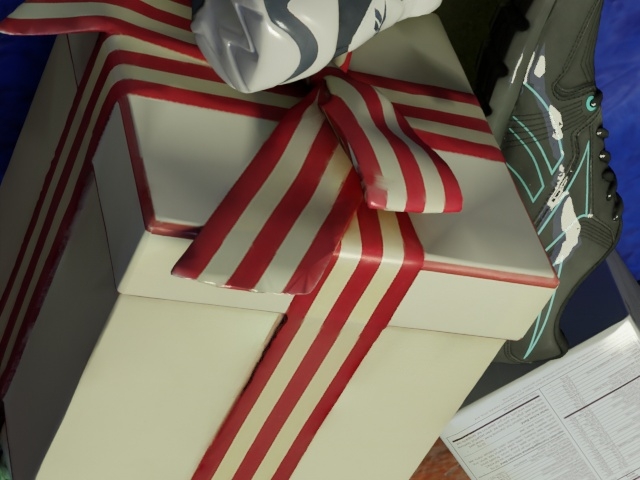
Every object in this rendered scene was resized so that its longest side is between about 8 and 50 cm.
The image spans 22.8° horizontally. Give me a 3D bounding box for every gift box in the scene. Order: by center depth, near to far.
[{"bbox_3d":[-0.053,-0.001,0.852,0.276,0.255,0.258,5,133,-30],"label":"gift box"}]

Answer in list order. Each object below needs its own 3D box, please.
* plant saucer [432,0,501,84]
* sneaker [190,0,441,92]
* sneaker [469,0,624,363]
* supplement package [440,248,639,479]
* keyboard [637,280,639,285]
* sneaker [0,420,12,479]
[{"bbox_3d":[0.043,-0.168,0.935,0.188,0.045,0.188,12,127,-27],"label":"plant saucer"},{"bbox_3d":[-0.020,-0.187,0.795,0.153,0.235,0.094,-18,147,-29],"label":"sneaker"},{"bbox_3d":[0.130,-0.048,0.936,0.106,0.101,0.267,15,111,-4],"label":"sneaker"},{"bbox_3d":[0.182,0.116,1.106,0.149,0.194,0.203,-31,112,13],"label":"supplement package"},{"bbox_3d":[0.189,0.085,1.231,0.192,0.038,0.100,-22,135,3],"label":"keyboard"},{"bbox_3d":[-0.209,0.133,1.106,0.255,0.094,0.151,-30,141,-2],"label":"sneaker"}]
